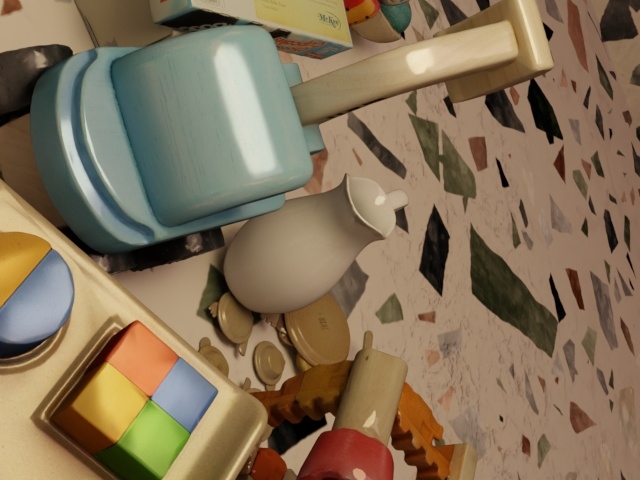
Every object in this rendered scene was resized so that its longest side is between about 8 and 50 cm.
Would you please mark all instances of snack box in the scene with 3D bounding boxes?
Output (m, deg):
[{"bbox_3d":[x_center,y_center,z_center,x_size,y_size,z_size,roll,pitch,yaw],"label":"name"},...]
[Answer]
[{"bbox_3d":[-0.081,-0.320,1.122,0.322,0.060,0.187,-3,81,-58],"label":"snack box"}]

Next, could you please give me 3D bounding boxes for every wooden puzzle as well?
[{"bbox_3d":[-0.232,0.138,0.737,0.348,0.080,0.322,40,52,-10],"label":"wooden puzzle"}]

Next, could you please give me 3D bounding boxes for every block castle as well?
[{"bbox_3d":[0.040,0.339,1.023,0.453,0.303,0.213,52,40,-30],"label":"block castle"}]

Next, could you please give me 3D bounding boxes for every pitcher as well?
[{"bbox_3d":[0.000,0.000,1.173,0.178,0.207,0.125,-10,70,-61],"label":"pitcher"}]

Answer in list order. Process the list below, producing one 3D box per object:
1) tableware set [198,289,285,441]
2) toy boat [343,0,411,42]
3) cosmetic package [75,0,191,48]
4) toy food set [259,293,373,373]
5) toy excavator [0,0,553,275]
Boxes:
[{"bbox_3d":[-0.092,0.149,1.162,0.168,0.020,0.141,55,37,-27],"label":"tableware set"},{"bbox_3d":[0.073,-0.400,1.461,0.267,0.148,0.318,58,18,-27],"label":"toy boat"},{"bbox_3d":[-0.156,-0.326,1.171,0.309,0.113,0.160,-41,112,-56],"label":"cosmetic package"},{"bbox_3d":[-0.011,0.119,1.290,0.192,0.038,0.132,43,38,-24],"label":"toy food set"},{"bbox_3d":[-0.040,-0.121,0.952,0.433,0.445,0.222,-18,93,-58],"label":"toy excavator"}]
